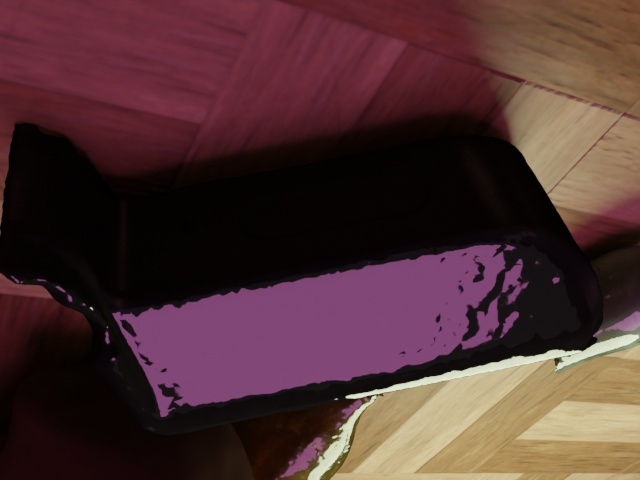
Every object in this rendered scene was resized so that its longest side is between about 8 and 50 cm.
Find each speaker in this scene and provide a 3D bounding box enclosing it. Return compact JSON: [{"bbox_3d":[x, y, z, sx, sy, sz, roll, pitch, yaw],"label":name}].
[{"bbox_3d":[0.000,0.000,0.570,0.388,0.180,0.184,-11,137,-6],"label":"speaker"}]

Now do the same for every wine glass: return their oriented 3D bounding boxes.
[{"bbox_3d":[0.319,0.054,0.804,0.222,0.103,0.103,-31,140,18],"label":"wine glass"}]

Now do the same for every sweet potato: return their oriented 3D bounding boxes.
[{"bbox_3d":[-0.073,0.241,0.868,0.157,0.158,0.370,18,121,-36],"label":"sweet potato"}]

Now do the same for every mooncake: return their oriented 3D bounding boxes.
[{"bbox_3d":[-0.233,0.264,0.757,0.333,0.174,0.326,23,110,14],"label":"mooncake"}]
